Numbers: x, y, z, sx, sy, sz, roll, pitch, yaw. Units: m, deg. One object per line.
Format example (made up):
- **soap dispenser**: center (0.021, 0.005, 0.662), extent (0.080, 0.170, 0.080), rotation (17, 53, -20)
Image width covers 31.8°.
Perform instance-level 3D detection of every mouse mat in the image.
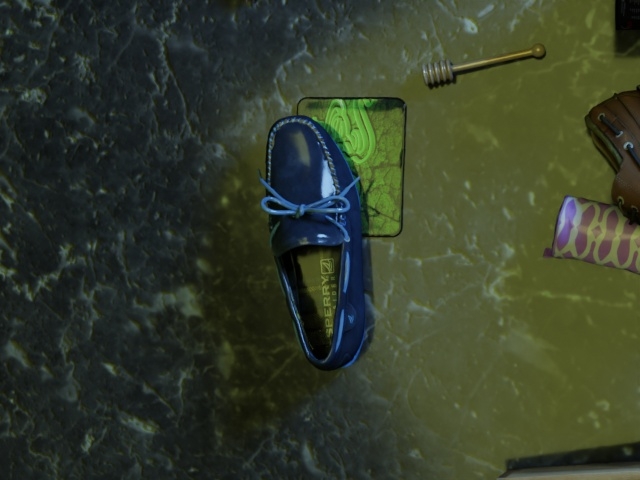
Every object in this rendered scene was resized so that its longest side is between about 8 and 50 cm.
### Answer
- **mouse mat**: center (0.039, -0.100, 1.520), extent (0.152, 0.007, 0.190), rotation (2, 89, 14)

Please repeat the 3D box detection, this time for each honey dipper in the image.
- **honey dipper**: center (0.214, -0.232, 1.467), extent (0.160, 0.030, 0.030), rotation (-10, 87, 10)

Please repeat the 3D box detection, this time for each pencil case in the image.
- **pencil case**: center (0.389, 0.006, 1.396), extent (0.206, 0.086, 0.088), rotation (17, 129, 14)

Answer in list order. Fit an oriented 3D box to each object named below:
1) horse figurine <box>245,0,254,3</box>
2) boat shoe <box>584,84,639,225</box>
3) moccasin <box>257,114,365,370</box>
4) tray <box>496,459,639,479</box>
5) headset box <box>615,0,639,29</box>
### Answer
- **horse figurine**: center (-0.077, -0.478, 1.521), extent (0.174, 0.066, 0.263), rotation (46, 102, 16)
- **boat shoe**: center (0.401, -0.053, 1.332), extent (0.104, 0.111, 0.307), rotation (-21, 47, 12)
- **moccasin**: center (0.000, 0.000, 1.467), extent (0.137, 0.117, 0.342), rotation (-16, 88, 14)
- **tray**: center (0.354, 0.486, 1.387), extent (0.202, 0.076, 0.411), rotation (-9, 87, 26)
- **headset box**: center (0.493, -0.317, 1.298), extent (0.293, 0.218, 0.110), rotation (2, 90, 15)
